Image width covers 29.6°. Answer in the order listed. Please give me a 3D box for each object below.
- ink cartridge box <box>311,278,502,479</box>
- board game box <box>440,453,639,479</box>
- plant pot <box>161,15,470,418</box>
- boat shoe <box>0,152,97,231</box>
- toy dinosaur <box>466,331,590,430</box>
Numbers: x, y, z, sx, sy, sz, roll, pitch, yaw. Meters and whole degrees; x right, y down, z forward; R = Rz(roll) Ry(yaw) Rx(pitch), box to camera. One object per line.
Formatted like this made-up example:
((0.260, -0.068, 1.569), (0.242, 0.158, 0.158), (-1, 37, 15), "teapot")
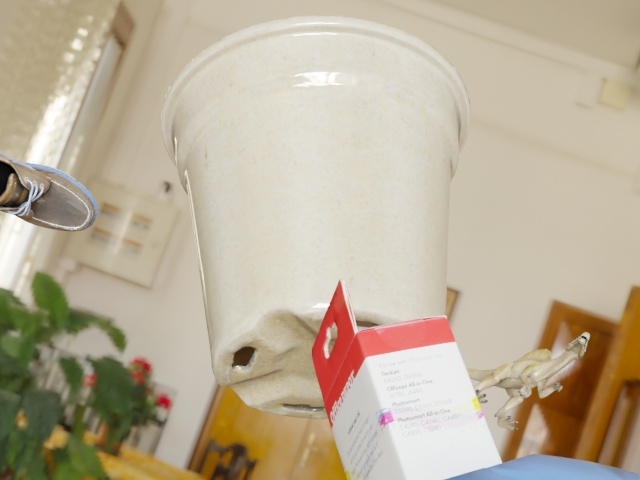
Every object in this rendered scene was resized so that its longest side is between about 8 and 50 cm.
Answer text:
((0.067, 0.151, 0.916), (0.078, 0.231, 0.134), (-8, -29, -18), "ink cartridge box")
((0.136, 0.156, 0.630), (0.133, 0.033, 0.169), (16, 12, 41), "board game box")
((0.000, 0.000, 1.224), (0.334, 0.305, 0.334), (-2, -34, -1), "plant pot")
((-0.321, -0.052, 1.269), (0.183, 0.066, 0.066), (23, 11, -16), "boat shoe")
((0.186, 0.137, 1.184), (0.183, 0.092, 0.053), (-16, -66, 41), "toy dinosaur")
